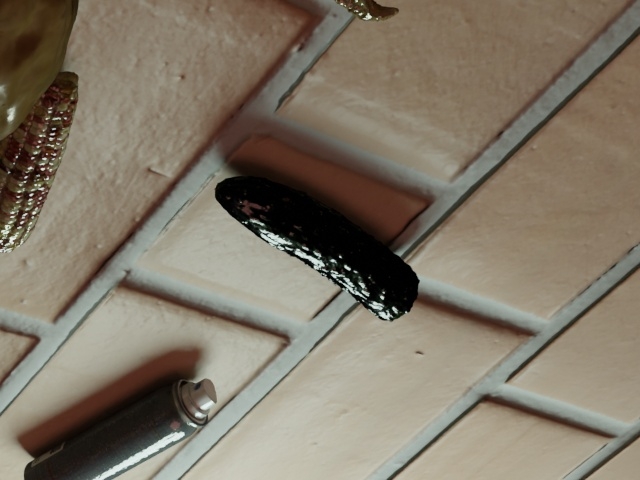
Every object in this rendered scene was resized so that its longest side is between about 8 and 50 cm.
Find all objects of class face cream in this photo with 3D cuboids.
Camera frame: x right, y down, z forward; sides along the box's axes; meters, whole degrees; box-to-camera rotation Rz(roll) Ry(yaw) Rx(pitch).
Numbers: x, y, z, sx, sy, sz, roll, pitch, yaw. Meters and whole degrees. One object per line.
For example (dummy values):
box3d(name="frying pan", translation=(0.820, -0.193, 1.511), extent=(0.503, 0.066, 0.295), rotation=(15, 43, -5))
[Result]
box3d(name="face cream", translation=(-0.250, 0.254, 1.973), extent=(0.283, 0.073, 0.073), rotation=(-30, 137, 19))

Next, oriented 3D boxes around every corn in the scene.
box3d(name="corn", translation=(-0.301, -0.081, 1.581), extent=(0.079, 0.079, 0.237), rotation=(11, 129, -26))

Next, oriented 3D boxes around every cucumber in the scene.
box3d(name="cucumber", translation=(0.000, 0.000, 1.750), extent=(0.081, 0.072, 0.303), rotation=(-33, 135, 23))

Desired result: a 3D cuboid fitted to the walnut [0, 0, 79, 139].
box3d(name="walnut", translation=(-0.345, -0.217, 1.254), extent=(0.306, 0.306, 0.344), rotation=(1, 134, -16))

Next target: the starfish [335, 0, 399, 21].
box3d(name="starfish", translation=(-0.019, -0.312, 1.399), extent=(0.302, 0.060, 0.299), rotation=(24, 121, -28))
